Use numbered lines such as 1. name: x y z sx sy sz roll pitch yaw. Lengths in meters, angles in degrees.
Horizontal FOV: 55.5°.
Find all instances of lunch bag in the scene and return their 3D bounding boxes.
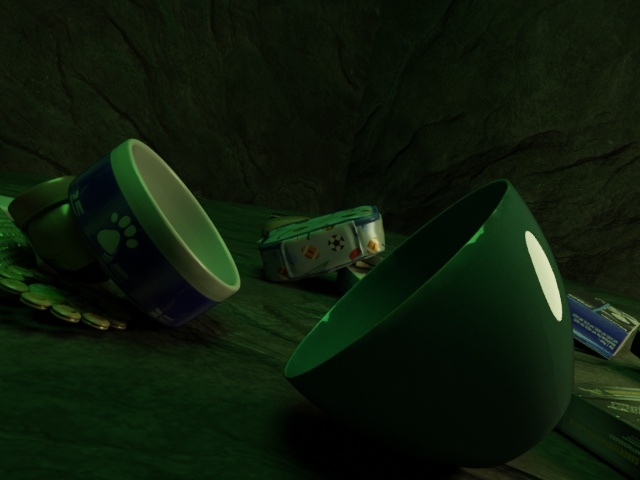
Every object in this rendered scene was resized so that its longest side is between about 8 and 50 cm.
1. lunch bag: 0.000 0.000 1.431 0.303 0.115 0.243 -13 11 7

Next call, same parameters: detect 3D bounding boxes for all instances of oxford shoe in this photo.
1. oxford shoe: -0.579 -0.015 0.959 0.449 0.130 0.169 34 -12 39
2. oxford shoe: -0.026 0.006 1.747 0.347 0.123 0.130 12 12 19
3. oxford shoe: -0.399 0.016 1.012 0.140 0.147 0.397 -30 -2 -10

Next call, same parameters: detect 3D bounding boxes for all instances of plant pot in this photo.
1. plant pot: 0.135 0.106 0.611 0.195 0.290 0.290 48 6 -2

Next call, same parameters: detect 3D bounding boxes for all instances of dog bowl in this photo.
1. dog bowl: -0.233 -0.010 0.880 0.104 0.265 0.265 -34 4 2

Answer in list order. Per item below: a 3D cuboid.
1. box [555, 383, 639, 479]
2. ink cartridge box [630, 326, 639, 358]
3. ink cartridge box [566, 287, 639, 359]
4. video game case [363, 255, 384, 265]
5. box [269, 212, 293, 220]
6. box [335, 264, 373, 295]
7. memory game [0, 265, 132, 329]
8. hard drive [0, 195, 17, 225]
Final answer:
1. box: 0.425 0.238 0.742 0.230 0.056 0.183 9 6 -23
2. ink cartridge box: 0.805 0.253 1.150 0.370 0.069 0.176 9 15 -9
3. ink cartridge box: 0.634 0.183 1.408 0.165 0.065 0.332 35 18 27
4. video game case: 0.234 0.097 1.474 0.285 0.025 0.204 25 -2 -28
5. box: -0.102 -0.035 2.099 0.155 0.093 0.158 11 5 -3
6. box: 0.107 0.105 1.346 0.100 0.060 0.244 11 6 -11
7. memory game: -0.341 0.075 0.817 0.186 0.012 0.186 26 0 0
8. hard drive: -0.684 -0.059 1.492 0.318 0.040 0.210 11 6 -7
